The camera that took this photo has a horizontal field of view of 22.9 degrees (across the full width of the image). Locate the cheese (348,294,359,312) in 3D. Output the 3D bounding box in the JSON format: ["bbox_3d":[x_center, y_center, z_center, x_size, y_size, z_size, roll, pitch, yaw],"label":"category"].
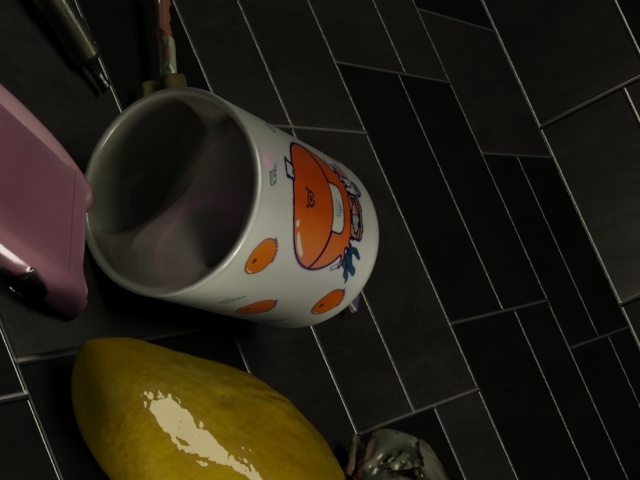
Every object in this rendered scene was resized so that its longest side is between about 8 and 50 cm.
[{"bbox_3d":[0.000,0.000,2.057,0.191,0.042,0.105,54,26,-27],"label":"cheese"}]

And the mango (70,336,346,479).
[{"bbox_3d":[-0.098,0.213,1.504,0.331,0.142,0.195,28,36,-43],"label":"mango"}]

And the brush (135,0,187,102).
[{"bbox_3d":[-0.179,-0.189,1.848,0.084,0.071,0.301,53,22,-52],"label":"brush"}]

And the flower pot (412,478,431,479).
[{"bbox_3d":[0.101,0.389,1.543,0.299,0.282,0.299,46,29,-36],"label":"flower pot"}]

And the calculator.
[{"bbox_3d":[-0.294,-0.064,1.451,0.294,0.043,0.194,50,28,-44],"label":"calculator"}]

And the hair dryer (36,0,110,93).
[{"bbox_3d":[-0.288,-0.276,1.721,0.196,0.078,0.248,-76,144,-58],"label":"hair dryer"}]

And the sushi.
[{"bbox_3d":[0.121,0.362,1.813,0.124,0.130,0.332,11,55,-63],"label":"sushi"}]

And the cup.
[{"bbox_3d":[-0.080,-0.021,1.695,0.317,0.212,0.212,21,47,-61],"label":"cup"}]
